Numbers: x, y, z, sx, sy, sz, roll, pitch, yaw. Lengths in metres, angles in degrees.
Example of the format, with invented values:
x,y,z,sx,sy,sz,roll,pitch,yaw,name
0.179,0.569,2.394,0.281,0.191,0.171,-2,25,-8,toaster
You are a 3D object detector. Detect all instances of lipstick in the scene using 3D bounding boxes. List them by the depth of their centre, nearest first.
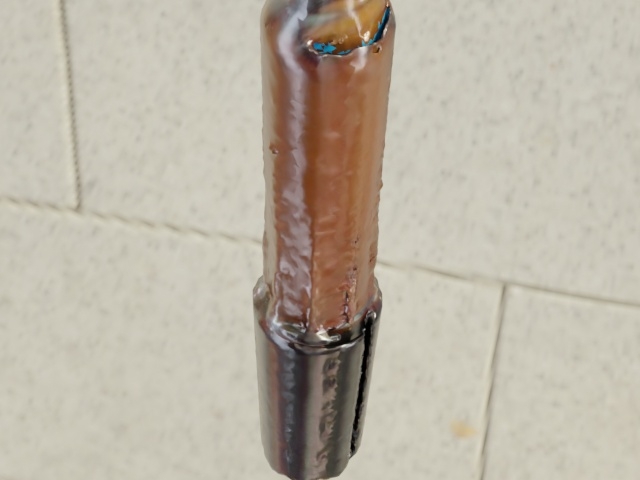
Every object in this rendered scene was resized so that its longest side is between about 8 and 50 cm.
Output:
x,y,z,sx,sy,sz,roll,pitch,yaw,name
0.000,0.000,1.113,0.077,0.077,0.418,11,141,7,lipstick
